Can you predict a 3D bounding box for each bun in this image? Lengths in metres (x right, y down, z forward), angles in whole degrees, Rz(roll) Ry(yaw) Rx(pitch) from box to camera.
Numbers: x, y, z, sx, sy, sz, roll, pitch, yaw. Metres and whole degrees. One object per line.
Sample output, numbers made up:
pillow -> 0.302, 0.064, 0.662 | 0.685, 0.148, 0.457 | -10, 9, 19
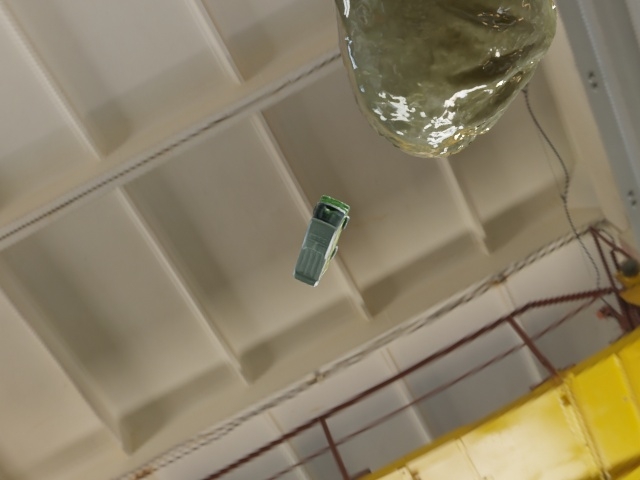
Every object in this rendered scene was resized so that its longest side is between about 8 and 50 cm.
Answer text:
bun -> 0.090, -0.159, 0.530 | 0.128, 0.222, 0.222 | 3, -62, 21

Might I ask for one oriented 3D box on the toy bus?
toy bus -> 0.000, 0.000, 0.775 | 0.031, 0.037, 0.083 | 25, -41, 5
